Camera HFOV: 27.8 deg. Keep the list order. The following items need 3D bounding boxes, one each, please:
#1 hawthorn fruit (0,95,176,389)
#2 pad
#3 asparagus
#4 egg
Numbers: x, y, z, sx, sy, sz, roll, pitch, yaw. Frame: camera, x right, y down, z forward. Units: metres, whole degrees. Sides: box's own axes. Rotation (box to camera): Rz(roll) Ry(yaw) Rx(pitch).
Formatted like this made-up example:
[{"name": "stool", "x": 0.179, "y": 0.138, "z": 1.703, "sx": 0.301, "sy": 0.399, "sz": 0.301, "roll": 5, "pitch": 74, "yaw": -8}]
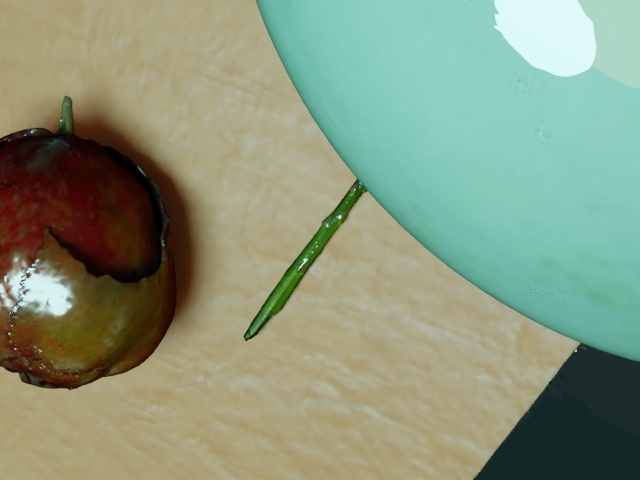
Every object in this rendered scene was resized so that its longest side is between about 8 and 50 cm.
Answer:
[{"name": "hawthorn fruit", "x": -0.155, "y": 0.001, "z": 0.770, "sx": 0.148, "sy": 0.148, "sz": 0.172, "roll": 7, "pitch": 87, "yaw": 15}, {"name": "pad", "x": 0.168, "y": 0.179, "z": 0.785, "sx": 0.159, "sy": 0.009, "sz": 0.265, "roll": 35, "pitch": 112, "yaw": 5}, {"name": "asparagus", "x": 0.000, "y": 0.000, "z": 0.785, "sx": 0.166, "sy": 0.013, "sz": 0.016, "roll": -54, "pitch": 43, "yaw": 20}, {"name": "egg", "x": 0.124, "y": -0.113, "z": 0.578, "sx": 0.276, "sy": 0.276, "sz": 0.389, "roll": -40, "pitch": 88, "yaw": 22}]
